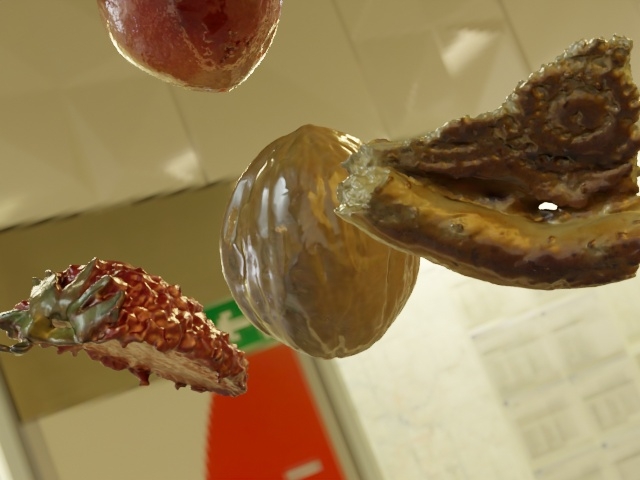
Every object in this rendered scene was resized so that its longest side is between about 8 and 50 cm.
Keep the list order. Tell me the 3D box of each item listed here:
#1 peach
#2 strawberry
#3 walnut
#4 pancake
[{"bbox_3d":[-0.163,-0.317,2.050,0.238,0.281,0.281,-23,-8,-19],"label":"peach"},{"bbox_3d":[-0.156,0.070,1.309,0.167,0.087,0.208,-3,-18,30],"label":"strawberry"},{"bbox_3d":[0.000,0.000,1.757,0.225,0.261,0.225,-8,9,1],"label":"walnut"},{"bbox_3d":[0.164,-0.064,1.268,0.057,0.266,0.244,-81,12,-56],"label":"pancake"}]
